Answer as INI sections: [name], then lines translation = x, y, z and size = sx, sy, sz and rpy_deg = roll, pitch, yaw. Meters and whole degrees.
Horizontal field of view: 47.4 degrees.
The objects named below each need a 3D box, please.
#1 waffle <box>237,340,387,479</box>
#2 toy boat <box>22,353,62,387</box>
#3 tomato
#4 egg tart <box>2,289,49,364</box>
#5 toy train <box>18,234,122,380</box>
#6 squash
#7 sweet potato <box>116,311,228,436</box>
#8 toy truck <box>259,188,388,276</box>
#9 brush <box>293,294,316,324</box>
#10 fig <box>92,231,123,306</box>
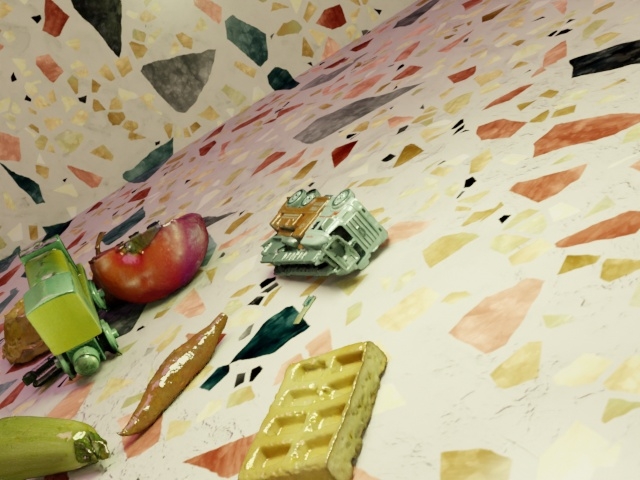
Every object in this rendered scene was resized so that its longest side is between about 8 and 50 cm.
[waffle]
translation = -0.009, 0.260, 1.072
size = 0.168, 0.057, 0.274
rpy_deg = -19, 25, 31
[toy boat]
translation = -0.668, 0.300, 1.872
size = 0.210, 0.052, 0.104
rpy_deg = -43, 22, -24
[tomato]
translation = -0.417, 0.056, 1.912
size = 0.335, 0.176, 0.289
rpy_deg = -26, 2, 14
[egg tart]
translation = -0.818, 0.217, 2.152
size = 0.345, 0.132, 0.345
rpy_deg = -29, 23, 13
[toy train]
translation = -0.616, 0.155, 1.769
size = 0.160, 0.253, 0.397
rpy_deg = -28, 33, -11
[squash]
translation = -0.496, 0.394, 1.399
size = 0.288, 0.137, 0.137
rpy_deg = -9, 29, 21
[sweet potato]
translation = -0.288, 0.260, 1.427
size = 0.072, 0.066, 0.314
rpy_deg = 24, 52, 27
[toy truck]
translation = 0.000, 0.000, 1.527
size = 0.184, 0.133, 0.338
rpy_deg = -50, 24, -17
[brush]
translation = -0.033, 0.135, 1.433
size = 0.016, 0.013, 0.083
rpy_deg = -12, 31, 37
[fig]
translation = -0.597, 0.083, 2.046
size = 0.134, 0.201, 0.146
rpy_deg = -28, 25, -3
